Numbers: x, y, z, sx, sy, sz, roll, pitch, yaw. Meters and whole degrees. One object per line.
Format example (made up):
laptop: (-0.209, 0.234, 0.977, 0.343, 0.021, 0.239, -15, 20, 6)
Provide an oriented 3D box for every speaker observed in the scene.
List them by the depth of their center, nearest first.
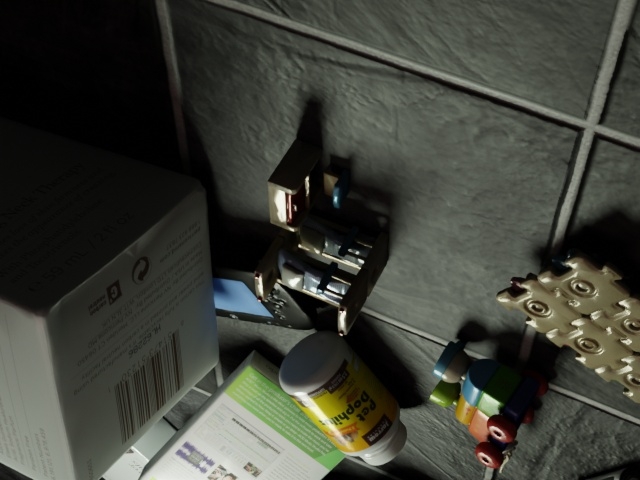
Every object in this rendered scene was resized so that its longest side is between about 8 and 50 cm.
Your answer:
speaker: (0.409, 0.365, 1.591, 0.055, 0.055, 0.136, 36, 148, -8)

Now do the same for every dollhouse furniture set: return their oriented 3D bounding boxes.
dollhouse furniture set: (0.000, 0.000, 1.354, 0.129, 0.129, 0.184, 21, 147, 16)

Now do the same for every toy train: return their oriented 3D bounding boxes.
toy train: (0.214, 0.242, 1.549, 0.143, 0.105, 0.248, 33, 150, 17)

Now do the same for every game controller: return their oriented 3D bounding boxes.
game controller: (-0.154, 0.067, 1.637, 0.319, 0.067, 0.166, 7, 141, 34)

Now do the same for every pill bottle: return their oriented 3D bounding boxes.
pill bottle: (0.041, 0.243, 1.670, 0.117, 0.117, 0.215, -7, 132, 45)

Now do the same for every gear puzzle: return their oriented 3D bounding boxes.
gear puzzle: (0.383, 0.120, 1.293, 0.339, 0.044, 0.175, 35, 147, -12)

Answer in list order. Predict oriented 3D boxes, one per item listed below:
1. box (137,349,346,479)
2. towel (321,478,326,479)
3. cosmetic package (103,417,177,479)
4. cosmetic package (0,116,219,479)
box: (-0.123, 0.364, 1.871, 0.232, 0.058, 0.322, 39, 113, -12)
towel: (0.057, 0.609, 2.060, 0.076, 0.228, 0.308, -34, 112, 33)
cosmetic package: (-0.437, 0.399, 2.310, 0.284, 0.097, 0.377, -9, 131, 50)
cosmetic package: (-0.397, 0.075, 1.521, 0.393, 0.329, 0.327, 18, 130, 25)
